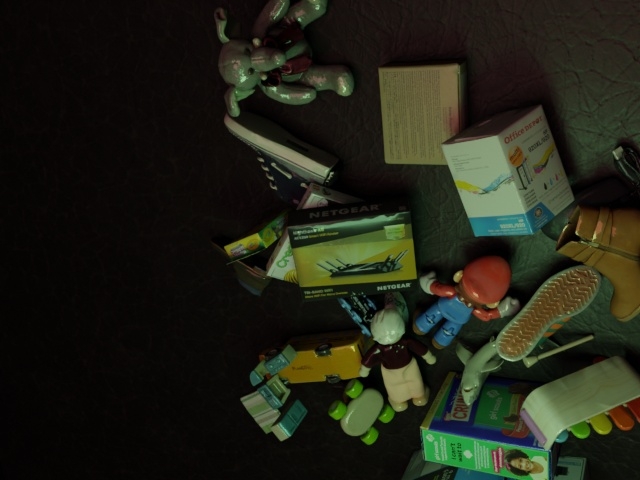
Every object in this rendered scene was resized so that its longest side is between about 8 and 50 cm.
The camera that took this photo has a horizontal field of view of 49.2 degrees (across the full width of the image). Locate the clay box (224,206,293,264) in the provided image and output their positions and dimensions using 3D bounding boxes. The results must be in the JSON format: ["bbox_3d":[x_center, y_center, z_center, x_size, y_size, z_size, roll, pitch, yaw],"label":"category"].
[{"bbox_3d":[-0.166,-0.014,1.902,0.127,0.222,0.053,-21,102,33],"label":"clay box"}]

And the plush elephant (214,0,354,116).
[{"bbox_3d":[-0.128,-0.436,1.661,0.330,0.255,0.272,-3,111,29],"label":"plush elephant"}]

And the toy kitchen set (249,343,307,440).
[{"bbox_3d":[-0.099,0.429,1.979,0.166,0.122,0.207,-37,95,35],"label":"toy kitchen set"}]

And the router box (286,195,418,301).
[{"bbox_3d":[0.086,0.026,1.786,0.309,0.081,0.243,-8,123,6],"label":"router box"}]

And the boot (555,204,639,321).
[{"bbox_3d":[0.627,0.049,1.537,0.220,0.109,0.283,8,129,-2],"label":"boot"}]

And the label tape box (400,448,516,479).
[{"bbox_3d":[0.376,0.639,1.914,0.115,0.249,0.348,50,125,-2],"label":"label tape box"}]

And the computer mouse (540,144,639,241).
[{"bbox_3d":[0.610,-0.074,1.563,0.272,0.072,0.188,-30,98,34],"label":"computer mouse"}]

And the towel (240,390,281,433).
[{"bbox_3d":[-0.186,0.564,2.313,0.113,0.023,0.152,-30,99,37],"label":"towel"}]

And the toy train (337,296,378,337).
[{"bbox_3d":[0.108,0.185,1.929,0.080,0.105,0.184,-39,106,-7],"label":"toy train"}]

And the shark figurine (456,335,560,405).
[{"bbox_3d":[0.473,0.305,1.819,0.278,0.166,0.116,-37,128,10],"label":"shark figurine"}]

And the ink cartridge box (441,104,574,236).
[{"bbox_3d":[0.411,-0.151,1.535,0.168,0.171,0.232,-2,117,56],"label":"ink cartridge box"}]

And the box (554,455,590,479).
[{"bbox_3d":[0.591,0.679,1.798,0.169,0.290,0.087,-3,112,29],"label":"box"}]

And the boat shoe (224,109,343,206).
[{"bbox_3d":[-0.120,-0.204,1.839,0.340,0.127,0.158,30,121,7],"label":"boat shoe"}]

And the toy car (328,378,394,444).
[{"bbox_3d":[0.098,0.475,2.031,0.155,0.188,0.149,41,83,-15],"label":"toy car"}]

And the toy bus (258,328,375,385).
[{"bbox_3d":[-0.011,0.341,2.046,0.333,0.130,0.108,-11,109,31],"label":"toy bus"}]

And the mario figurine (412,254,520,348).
[{"bbox_3d":[0.376,0.139,1.781,0.198,0.170,0.320,11,140,-25],"label":"mario figurine"}]

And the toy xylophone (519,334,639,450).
[{"bbox_3d":[0.621,0.351,1.648,0.323,0.236,0.081,-13,133,-5],"label":"toy xylophone"}]

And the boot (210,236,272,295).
[{"bbox_3d":[-0.243,0.079,2.073,0.219,0.082,0.106,30,121,10],"label":"boot"}]

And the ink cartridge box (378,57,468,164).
[{"bbox_3d":[0.244,-0.300,1.635,0.193,0.088,0.234,5,114,24],"label":"ink cartridge box"}]

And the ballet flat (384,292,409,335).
[{"bbox_3d":[0.208,0.228,1.919,0.070,0.070,0.188,-4,111,29],"label":"ballet flat"}]

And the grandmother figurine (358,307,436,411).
[{"bbox_3d":[0.201,0.318,1.875,0.208,0.104,0.342,-20,127,-5],"label":"grandmother figurine"}]

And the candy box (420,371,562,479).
[{"bbox_3d":[0.447,0.467,1.784,0.317,0.268,0.122,2,114,26],"label":"candy box"}]

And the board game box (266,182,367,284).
[{"bbox_3d":[0.000,0.000,1.870,0.193,0.053,0.305,17,127,-18],"label":"board game box"}]

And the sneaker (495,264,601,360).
[{"bbox_3d":[0.539,0.172,1.679,0.302,0.121,0.108,-42,76,5],"label":"sneaker"}]
